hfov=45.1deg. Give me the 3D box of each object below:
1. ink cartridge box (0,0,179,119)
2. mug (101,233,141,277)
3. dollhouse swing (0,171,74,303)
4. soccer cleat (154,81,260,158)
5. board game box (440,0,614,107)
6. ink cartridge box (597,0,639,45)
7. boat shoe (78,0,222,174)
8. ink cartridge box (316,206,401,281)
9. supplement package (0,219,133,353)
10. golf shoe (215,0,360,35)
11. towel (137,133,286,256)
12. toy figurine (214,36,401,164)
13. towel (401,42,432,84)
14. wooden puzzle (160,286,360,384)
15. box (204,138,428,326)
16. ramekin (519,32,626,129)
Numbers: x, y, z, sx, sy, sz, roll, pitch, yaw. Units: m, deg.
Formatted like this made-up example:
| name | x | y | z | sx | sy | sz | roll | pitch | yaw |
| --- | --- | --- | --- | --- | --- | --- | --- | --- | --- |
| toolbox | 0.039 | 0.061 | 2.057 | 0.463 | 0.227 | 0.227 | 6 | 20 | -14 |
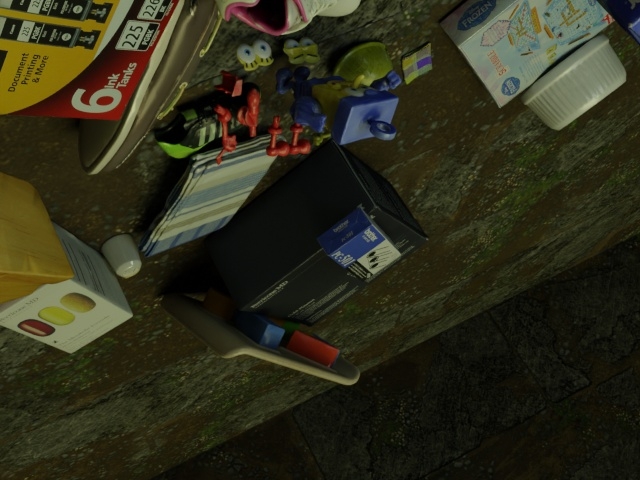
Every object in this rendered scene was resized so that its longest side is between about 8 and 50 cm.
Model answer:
| name | x | y | z | sx | sy | sz | roll | pitch | yaw |
| --- | --- | --- | --- | --- | --- | --- | --- | --- | --- |
| ink cartridge box | -0.290 | -0.276 | 0.776 | 0.272 | 0.130 | 0.309 | -5 | 146 | -43 |
| mug | -0.352 | 0.034 | 1.395 | 0.062 | 0.064 | 0.078 | -34 | 157 | 5 |
| dollhouse swing | -0.509 | -0.057 | 0.798 | 0.347 | 0.305 | 0.315 | -18 | 174 | 4 |
| soccer cleat | -0.172 | -0.187 | 1.180 | 0.179 | 0.060 | 0.072 | -33 | 155 | 12 |
| board game box | 0.404 | -0.412 | 1.400 | 0.318 | 0.066 | 0.319 | -37 | 156 | 14 |
| ink cartridge box | 0.445 | -0.434 | 0.995 | 0.270 | 0.395 | 0.151 | -43 | 154 | 25 |
| boat shoe | -0.226 | -0.209 | 1.007 | 0.097 | 0.116 | 0.324 | -1 | 137 | -43 |
| ink cartridge box | 0.076 | 0.012 | 1.436 | 0.097 | 0.046 | 0.207 | -36 | 155 | 7 |
| supplement package | -0.445 | 0.077 | 1.283 | 0.139 | 0.134 | 0.244 | -32 | 156 | 1 |
| golf shoe | -0.044 | -0.308 | 0.965 | 0.115 | 0.140 | 0.306 | -24 | 167 | 35 |
| towel | -0.193 | -0.080 | 1.352 | 0.209 | 0.034 | 0.285 | -24 | 163 | -43 |
| toy figurine | 0.041 | -0.184 | 1.169 | 0.363 | 0.217 | 0.191 | -17 | 129 | -44 |
| towel | 0.174 | -0.318 | 1.386 | 0.060 | 0.009 | 0.083 | -30 | 156 | -4 |
| wooden puzzle | -0.121 | 0.188 | 1.633 | 0.348 | 0.322 | 0.080 | 19 | 94 | -39 |
| box | 0.000 | 0.000 | 1.599 | 0.343 | 0.179 | 0.312 | -37 | 156 | 13 |
| ramekin | 0.530 | -0.321 | 1.595 | 0.207 | 0.109 | 0.207 | -37 | 177 | -2 |
